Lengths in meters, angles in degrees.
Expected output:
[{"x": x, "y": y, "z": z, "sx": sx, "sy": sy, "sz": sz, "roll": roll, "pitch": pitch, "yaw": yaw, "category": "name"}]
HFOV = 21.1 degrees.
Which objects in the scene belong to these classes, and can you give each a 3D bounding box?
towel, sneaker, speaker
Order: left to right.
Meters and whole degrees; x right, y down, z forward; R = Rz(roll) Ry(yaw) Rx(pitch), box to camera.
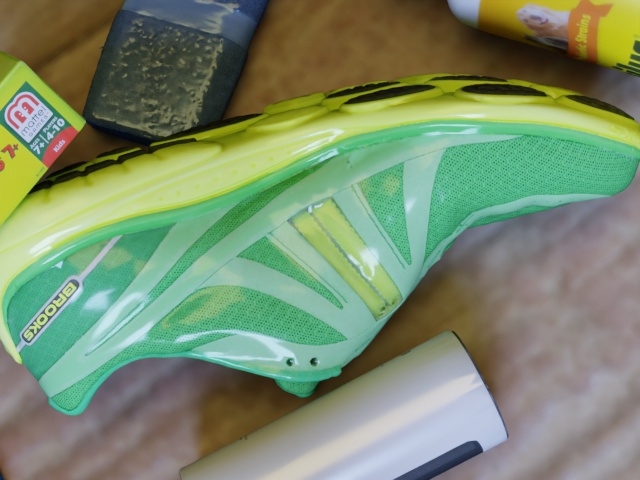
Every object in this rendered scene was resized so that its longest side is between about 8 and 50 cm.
[{"x": -0.065, "y": -0.099, "z": 0.813, "sx": 0.067, "sy": 0.029, "sz": 0.119, "roll": 18, "pitch": 76, "yaw": 9, "category": "towel"}, {"x": 0.000, "y": 0.000, "z": 0.757, "sx": 0.295, "sy": 0.109, "sz": 0.123, "roll": -15, "pitch": 102, "yaw": -4, "category": "sneaker"}, {"x": 0.009, "y": 0.092, "z": 0.741, "sx": 0.136, "sy": 0.055, "sz": 0.055, "roll": -27, "pitch": 74, "yaw": -3, "category": "speaker"}]

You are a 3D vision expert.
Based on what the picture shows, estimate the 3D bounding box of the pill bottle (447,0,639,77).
[{"x": 0.134, "y": -0.136, "z": 0.762, "sx": 0.215, "sy": 0.117, "sz": 0.117, "roll": 18, "pitch": 77, "yaw": 9, "category": "pill bottle"}]

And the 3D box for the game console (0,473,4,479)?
[{"x": -0.336, "y": 0.113, "z": 0.778, "sx": 0.293, "sy": 0.173, "sz": 0.250, "roll": 47, "pitch": 114, "yaw": 15, "category": "game console"}]

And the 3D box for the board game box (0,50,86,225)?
[{"x": -0.185, "y": -0.050, "z": 0.749, "sx": 0.092, "sy": 0.043, "sz": 0.181, "roll": -51, "pitch": 38, "yaw": -10, "category": "board game box"}]
